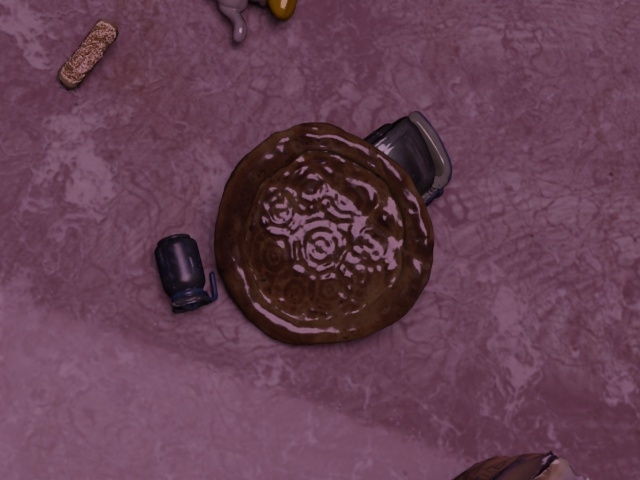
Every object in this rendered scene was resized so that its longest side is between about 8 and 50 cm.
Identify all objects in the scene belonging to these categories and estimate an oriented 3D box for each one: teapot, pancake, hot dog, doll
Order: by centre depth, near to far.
[{"bbox_3d":[0.000,0.000,1.763,0.250,0.031,0.250,0,97,0],"label":"pancake"},{"bbox_3d":[-0.151,0.038,1.768,0.049,0.063,0.083,-18,77,15],"label":"teapot"},{"bbox_3d":[-0.267,-0.214,1.832,0.030,0.034,0.090,38,86,-10],"label":"hot dog"},{"bbox_3d":[0.086,-0.078,1.841,0.111,0.149,0.108,-34,96,17],"label":"teapot"},{"bbox_3d":[-0.082,-0.296,1.887,0.113,0.071,0.135,17,73,2],"label":"doll"}]

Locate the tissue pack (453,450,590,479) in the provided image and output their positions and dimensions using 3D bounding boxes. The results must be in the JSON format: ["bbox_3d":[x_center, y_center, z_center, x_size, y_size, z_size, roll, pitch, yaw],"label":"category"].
[{"bbox_3d":[0.151,0.334,1.637,0.123,0.215,0.256,48,67,-4],"label":"tissue pack"}]
